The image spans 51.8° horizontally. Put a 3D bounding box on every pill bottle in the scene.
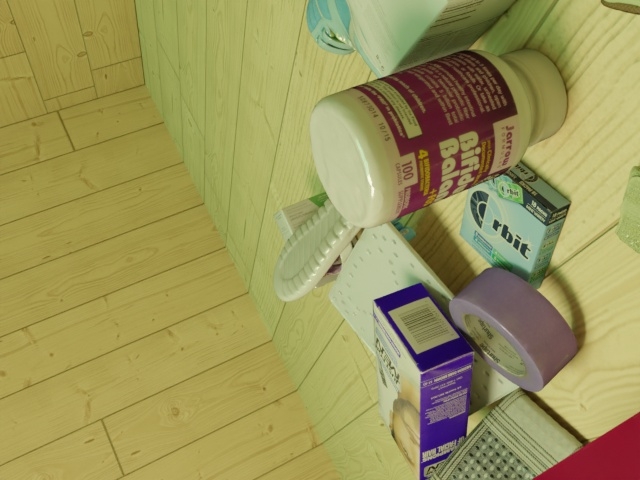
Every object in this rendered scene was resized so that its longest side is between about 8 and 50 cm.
[{"bbox_3d":[0.152,-0.140,0.828,0.169,0.301,0.169,54,158,35],"label":"pill bottle"}]

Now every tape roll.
[{"bbox_3d":[0.295,0.137,1.022,0.189,0.080,0.189,46,166,14],"label":"tape roll"}]

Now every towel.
[{"bbox_3d":[0.398,-0.011,0.737,0.148,0.027,0.110,45,152,48],"label":"towel"},{"bbox_3d":[0.329,0.450,1.077,0.056,0.312,0.324,36,-173,-45],"label":"towel"}]

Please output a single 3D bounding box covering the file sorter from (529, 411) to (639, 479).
[{"bbox_3d":[0.371,0.379,0.852,0.202,0.290,0.182,58,162,26],"label":"file sorter"}]

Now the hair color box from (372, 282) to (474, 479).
[{"bbox_3d":[0.182,0.266,1.210,0.185,0.110,0.339,-123,18,-47],"label":"hair color box"}]

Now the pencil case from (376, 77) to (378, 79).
[{"bbox_3d":[0.165,-0.212,1.051,0.098,0.095,0.209,60,169,-31],"label":"pencil case"}]

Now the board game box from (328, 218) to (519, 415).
[{"bbox_3d":[0.194,0.172,1.315,0.390,0.050,0.390,50,152,14],"label":"board game box"}]

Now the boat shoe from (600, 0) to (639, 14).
[{"bbox_3d":[0.345,-0.235,0.589,0.190,0.068,0.072,29,126,47],"label":"boat shoe"}]

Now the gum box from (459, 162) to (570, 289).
[{"bbox_3d":[0.285,-0.030,0.996,0.157,0.041,0.184,51,156,37],"label":"gum box"}]

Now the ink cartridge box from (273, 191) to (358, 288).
[{"bbox_3d":[0.000,0.000,1.628,0.212,0.154,0.093,68,161,1],"label":"ink cartridge box"}]

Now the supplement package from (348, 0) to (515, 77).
[{"bbox_3d":[0.139,-0.356,0.855,0.194,0.149,0.203,66,161,4],"label":"supplement package"}]

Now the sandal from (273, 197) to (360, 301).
[{"bbox_3d":[0.030,0.007,1.450,0.416,0.102,0.169,-48,35,37],"label":"sandal"}]

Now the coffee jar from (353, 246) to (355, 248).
[{"bbox_3d":[0.104,0.094,1.544,0.079,0.096,0.184,44,150,43],"label":"coffee jar"}]

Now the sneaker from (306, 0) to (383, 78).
[{"bbox_3d":[0.074,-0.345,1.095,0.208,0.127,0.319,116,138,-63],"label":"sneaker"}]
